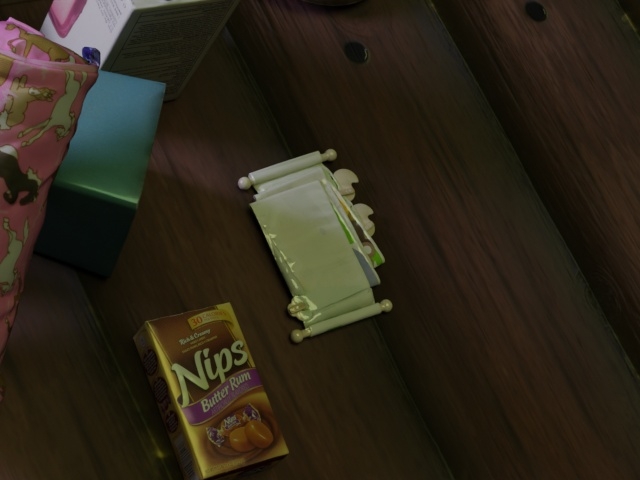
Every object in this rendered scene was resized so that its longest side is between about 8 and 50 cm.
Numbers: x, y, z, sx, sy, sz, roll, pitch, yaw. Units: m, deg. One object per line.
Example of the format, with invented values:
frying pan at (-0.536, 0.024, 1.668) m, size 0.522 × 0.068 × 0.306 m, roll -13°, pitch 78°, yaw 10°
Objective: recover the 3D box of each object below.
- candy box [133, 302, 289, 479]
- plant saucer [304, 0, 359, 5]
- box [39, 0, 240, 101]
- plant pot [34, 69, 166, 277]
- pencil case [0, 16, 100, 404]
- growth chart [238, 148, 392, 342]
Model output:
candy box at (-0.121, 0.169, 1.626) m, size 0.109 × 0.053 × 0.186 m, roll -12°, pitch 69°, yaw -31°
plant saucer at (-0.025, -0.457, 1.997) m, size 0.310 × 0.050 × 0.310 m, roll 18°, pitch 53°, yaw -25°
box at (-0.209, -0.260, 1.699) m, size 0.149 × 0.232 × 0.127 m, roll -15°, pitch 72°, yaw -33°
plant pot at (-0.309, -0.094, 1.606) m, size 0.234 × 0.166 × 0.165 m, roll 16°, pitch 58°, yaw -11°
pencil case at (-0.334, -0.021, 1.428) m, size 0.160 × 0.386 × 0.167 m, roll 27°, pitch 15°, yaw 37°
growth chart at (0.000, 0.000, 1.800) m, size 0.172 × 0.021 × 0.237 m, roll -10°, pitch 69°, yaw -32°
